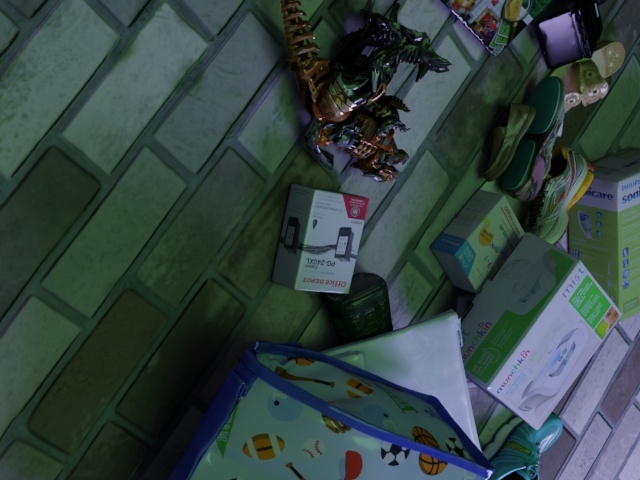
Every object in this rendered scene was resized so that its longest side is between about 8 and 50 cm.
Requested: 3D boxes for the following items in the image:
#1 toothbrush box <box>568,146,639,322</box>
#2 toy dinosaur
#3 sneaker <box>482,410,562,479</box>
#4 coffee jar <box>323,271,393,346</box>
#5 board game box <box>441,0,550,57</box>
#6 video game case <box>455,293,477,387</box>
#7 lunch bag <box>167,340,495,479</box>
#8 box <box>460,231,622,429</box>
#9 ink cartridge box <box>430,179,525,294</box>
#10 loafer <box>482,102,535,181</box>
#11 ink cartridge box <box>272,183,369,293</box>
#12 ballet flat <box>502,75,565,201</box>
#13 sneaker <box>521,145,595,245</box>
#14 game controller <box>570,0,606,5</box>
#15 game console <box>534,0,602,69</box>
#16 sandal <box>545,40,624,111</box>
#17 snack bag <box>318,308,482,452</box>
[{"bbox_3d":[0.587,-0.015,1.837,0.206,0.122,0.283,-21,115,-33],"label":"toothbrush box"},{"bbox_3d":[0.051,-0.218,1.345,0.218,0.164,0.322,-43,148,-3],"label":"toy dinosaur"},{"bbox_3d":[0.368,0.421,1.785,0.275,0.110,0.107,-35,121,-28],"label":"sneaker"},{"bbox_3d":[0.071,0.149,1.492,0.096,0.079,0.184,-24,116,-22],"label":"coffee jar"},{"bbox_3d":[0.247,-0.409,1.486,0.136,0.030,0.259,-48,130,11],"label":"board game box"},{"bbox_3d":[0.310,0.176,1.731,0.190,0.022,0.173,-3,104,-37],"label":"video game case"},{"bbox_3d":[-0.020,0.334,1.330,0.385,0.239,0.328,23,102,-30],"label":"lunch bag"},{"bbox_3d":[0.361,0.156,1.639,0.262,0.127,0.231,-53,137,-3],"label":"box"},{"bbox_3d":[0.281,-0.012,1.631,0.181,0.061,0.104,-49,127,-18],"label":"ink cartridge box"},{"bbox_3d":[0.310,-0.169,1.622,0.050,0.056,0.148,29,91,-3],"label":"loafer"},{"bbox_3d":[0.000,0.000,1.407,0.109,0.063,0.150,7,97,-40],"label":"ink cartridge box"},{"bbox_3d":[0.379,-0.172,1.657,0.079,0.077,0.221,22,86,-42],"label":"ballet flat"},{"bbox_3d":[0.398,-0.070,1.707,0.093,0.088,0.225,38,73,-26],"label":"sneaker"},{"bbox_3d":[0.394,-0.501,1.604,0.319,0.067,0.166,5,84,-40],"label":"game controller"},{"bbox_3d":[0.431,-0.371,1.650,0.107,0.071,0.122,-63,145,-22],"label":"game console"},{"bbox_3d":[0.488,-0.290,1.711,0.240,0.079,0.088,-37,122,-26],"label":"sandal"},{"bbox_3d":[0.087,0.295,1.488,0.342,0.037,0.323,-17,114,-7],"label":"snack bag"}]
